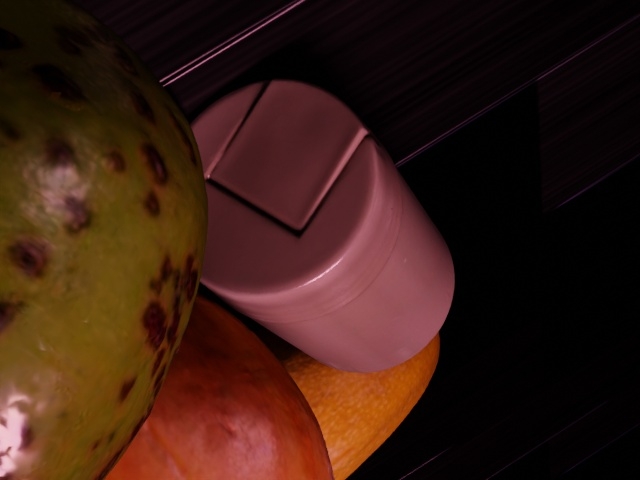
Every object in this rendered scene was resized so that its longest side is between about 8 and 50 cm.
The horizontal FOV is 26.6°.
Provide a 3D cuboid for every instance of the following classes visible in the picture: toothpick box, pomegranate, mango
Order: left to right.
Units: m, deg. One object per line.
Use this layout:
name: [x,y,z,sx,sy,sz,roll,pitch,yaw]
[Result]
pomegranate: [-0.154,-0.005,0.432,0.211,0.211,0.263,-41,129,13]
mango: [-0.040,0.115,0.839,0.262,0.109,0.157,-40,-172,-8]
toothpick box: [0.000,0.000,0.705,0.111,0.111,0.181,-36,155,4]

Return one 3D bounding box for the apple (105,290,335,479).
apple: [-0.137,0.139,0.641,0.286,0.233,0.286,-23,156,-11]
